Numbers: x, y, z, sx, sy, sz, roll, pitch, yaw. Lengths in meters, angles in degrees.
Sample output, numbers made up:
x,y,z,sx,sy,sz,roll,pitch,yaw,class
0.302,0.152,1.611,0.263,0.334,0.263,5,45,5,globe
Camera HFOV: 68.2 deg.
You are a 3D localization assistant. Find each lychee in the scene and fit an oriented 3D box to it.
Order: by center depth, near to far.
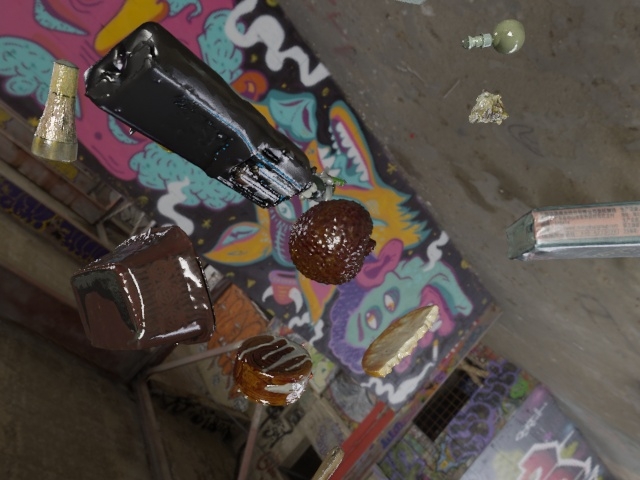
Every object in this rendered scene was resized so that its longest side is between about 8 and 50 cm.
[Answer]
x,y,z,sx,sy,sz,roll,pitch,yaw,class
0.035,-0.002,1.388,0.260,0.260,0.260,42,175,4,lychee

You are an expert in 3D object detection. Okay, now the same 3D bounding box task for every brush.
x,y,z,sx,sy,sz,roll,pitch,yaw,class
-0.061,0.620,1.119,0.065,0.327,0.070,43,161,-2,brush

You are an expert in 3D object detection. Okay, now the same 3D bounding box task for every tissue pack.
x,y,z,sx,sy,sz,roll,pitch,yaw,class
0.573,-0.018,0.981,0.315,0.103,0.228,-3,172,8,tissue pack

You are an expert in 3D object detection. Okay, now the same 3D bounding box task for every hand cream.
x,y,z,sx,sy,sz,roll,pitch,yaw,class
-0.529,-0.263,0.957,0.083,0.203,0.084,15,-163,-5,hand cream

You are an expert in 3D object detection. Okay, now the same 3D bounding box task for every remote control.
x,y,z,sx,sy,sz,roll,pitch,yaw,class
-0.142,-0.142,0.692,0.398,0.144,0.062,30,-144,-57,remote control

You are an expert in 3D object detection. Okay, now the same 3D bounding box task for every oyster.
x,y,z,sx,sy,sz,roll,pitch,yaw,class
0.536,-0.418,1.491,0.165,0.109,0.053,-9,-155,-37,oyster

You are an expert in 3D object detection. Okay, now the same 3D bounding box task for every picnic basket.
x,y,z,sx,sy,sz,roll,pitch,yaw,class
-0.329,0.098,0.839,0.296,0.129,0.223,-10,96,43,picnic basket

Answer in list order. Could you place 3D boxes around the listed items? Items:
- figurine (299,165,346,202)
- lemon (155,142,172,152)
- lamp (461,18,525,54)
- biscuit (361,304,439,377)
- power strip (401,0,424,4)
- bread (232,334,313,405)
x,y,z,sx,sy,sz,roll,pitch,yaw,class
-0.007,-0.174,1.570,0.126,0.147,0.192,40,-162,5,figurine
-0.334,-0.312,1.160,0.192,0.231,0.192,32,134,39,lemon
0.471,-0.552,1.298,0.091,0.163,0.091,-6,-90,-85,lamp
0.235,0.319,1.485,0.040,0.309,0.204,53,151,-6,biscuit
0.152,-0.742,1.320,0.062,0.385,0.091,-13,83,59,power strip
-0.093,0.249,0.930,0.160,0.073,0.160,10,-165,-3,bread
